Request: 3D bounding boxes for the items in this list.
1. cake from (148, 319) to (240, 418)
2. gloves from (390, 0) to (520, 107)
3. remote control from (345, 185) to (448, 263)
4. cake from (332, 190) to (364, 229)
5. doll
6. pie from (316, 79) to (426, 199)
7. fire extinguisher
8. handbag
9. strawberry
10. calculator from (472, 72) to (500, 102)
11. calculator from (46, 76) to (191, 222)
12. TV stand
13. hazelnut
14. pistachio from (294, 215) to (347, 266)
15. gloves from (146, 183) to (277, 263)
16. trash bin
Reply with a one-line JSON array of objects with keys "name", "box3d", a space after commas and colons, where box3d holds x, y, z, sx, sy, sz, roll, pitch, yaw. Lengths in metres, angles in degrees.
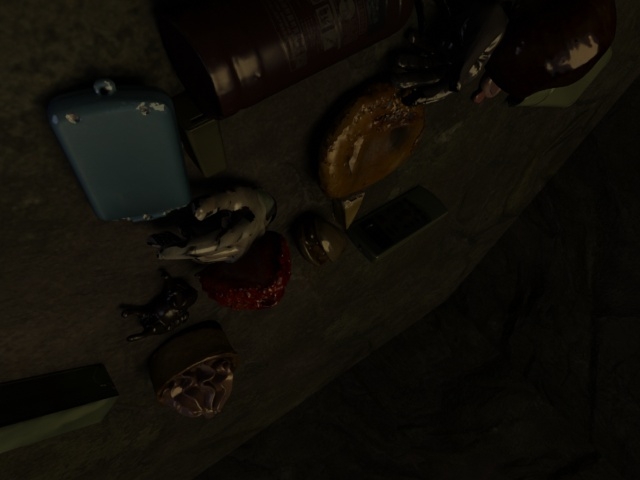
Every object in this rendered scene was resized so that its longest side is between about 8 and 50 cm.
[{"name": "cake", "box3d": [-0.264, 0.305, 0.945, 0.208, 0.178, 0.185, -25, 151, -38]}, {"name": "gloves", "box3d": [0.234, -0.331, 0.682, 0.285, 0.142, 0.119, -43, 129, 4]}, {"name": "remote control", "box3d": [0.209, -0.052, 1.116, 0.285, 0.123, 0.038, -29, 155, -22]}, {"name": "cake", "box3d": [0.060, -0.072, 0.942, 0.065, 0.052, 0.121, -36, 155, -18]}, {"name": "doll", "box3d": [-0.281, 0.129, 0.772, 0.139, 0.057, 0.165, -44, 165, 0]}, {"name": "pie", "box3d": [0.094, -0.182, 0.788, 0.273, 0.069, 0.273, -35, 156, -18]}, {"name": "fire extinguisher", "box3d": [0.005, -0.249, 0.473, 0.337, 0.114, 0.135, -34, 114, -17]}, {"name": "handbag", "box3d": [0.615, -0.463, 1.116, 0.315, 0.109, 0.241, -6, 138, -33]}, {"name": "strawberry", "box3d": [-0.100, 0.056, 0.726, 0.174, 0.228, 0.098, -46, 118, -30]}, {"name": "calculator", "box3d": [0.423, -0.390, 0.983, 0.166, 0.024, 0.103, -51, 155, 17]}, {"name": "calculator", "box3d": [-0.217, -0.092, 0.480, 0.121, 0.039, 0.210, -14, 147, -16]}, {"name": "TV stand", "box3d": [-0.487, 0.283, 0.689, 0.088, 0.083, 0.269, -52, 153, 17]}, {"name": "hazelnut", "box3d": [0.417, -0.386, 0.767, 0.234, 0.218, 0.218, -40, 156, -2]}, {"name": "pistachio", "box3d": [0.000, 0.000, 0.919, 0.113, 0.113, 0.149, -40, 151, -5]}, {"name": "gloves", "box3d": [-0.154, -0.014, 0.641, 0.128, 0.111, 0.212, -31, -168, 40]}, {"name": "trash bin", "box3d": [-0.151, -0.129, 0.523, 0.043, 0.061, 0.092, -32, 155, -19]}]
